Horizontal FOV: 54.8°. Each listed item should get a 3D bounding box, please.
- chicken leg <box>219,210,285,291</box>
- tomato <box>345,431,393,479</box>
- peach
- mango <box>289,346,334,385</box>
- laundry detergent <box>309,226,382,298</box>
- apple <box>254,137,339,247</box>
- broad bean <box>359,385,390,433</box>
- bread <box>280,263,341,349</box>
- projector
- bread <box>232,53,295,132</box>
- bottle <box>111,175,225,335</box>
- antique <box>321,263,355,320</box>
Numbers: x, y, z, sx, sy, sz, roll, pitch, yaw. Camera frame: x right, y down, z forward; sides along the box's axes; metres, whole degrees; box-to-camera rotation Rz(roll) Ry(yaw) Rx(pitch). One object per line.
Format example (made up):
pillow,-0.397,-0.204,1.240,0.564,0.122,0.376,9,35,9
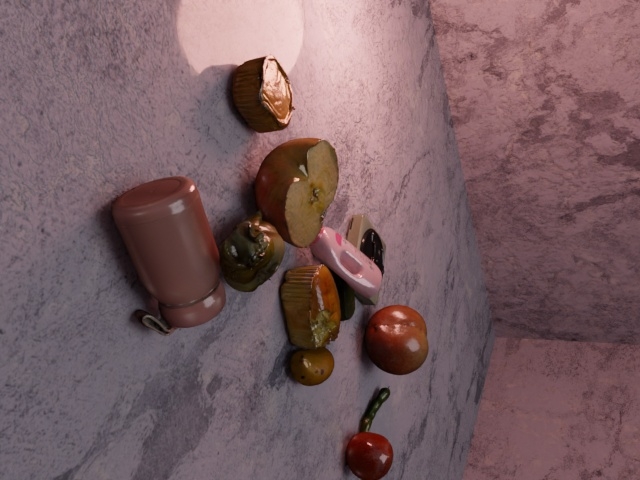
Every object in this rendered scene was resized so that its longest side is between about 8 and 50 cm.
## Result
chicken leg,-0.161,0.020,1.398,0.429,0.152,0.201,131,-17,-86
tomato,0.170,0.738,2.114,0.167,0.167,0.167,5,85,-62
peach,0.275,0.364,2.264,0.252,0.252,0.252,5,85,-62
mango,-0.026,0.376,1.837,0.178,0.090,0.115,0,93,-57
laundry detergent,0.048,0.041,1.875,0.335,0.088,0.159,39,27,-26
apple,-0.082,-0.141,1.680,0.293,0.163,0.251,-61,152,-23
broad bean,0.202,0.633,2.297,0.053,0.052,0.256,41,42,-1
bread,-0.022,0.194,1.814,0.179,0.133,0.250,-23,110,-64
projector,0.168,0.073,2.227,0.259,0.079,0.257,49,46,-52
bread,-0.153,-0.381,1.622,0.199,0.104,0.199,-4,90,-66
bottle,-0.310,0.039,1.257,0.206,0.173,0.297,-28,120,-25
antique,0.060,0.152,2.024,0.081,0.080,0.221,-15,103,-60
